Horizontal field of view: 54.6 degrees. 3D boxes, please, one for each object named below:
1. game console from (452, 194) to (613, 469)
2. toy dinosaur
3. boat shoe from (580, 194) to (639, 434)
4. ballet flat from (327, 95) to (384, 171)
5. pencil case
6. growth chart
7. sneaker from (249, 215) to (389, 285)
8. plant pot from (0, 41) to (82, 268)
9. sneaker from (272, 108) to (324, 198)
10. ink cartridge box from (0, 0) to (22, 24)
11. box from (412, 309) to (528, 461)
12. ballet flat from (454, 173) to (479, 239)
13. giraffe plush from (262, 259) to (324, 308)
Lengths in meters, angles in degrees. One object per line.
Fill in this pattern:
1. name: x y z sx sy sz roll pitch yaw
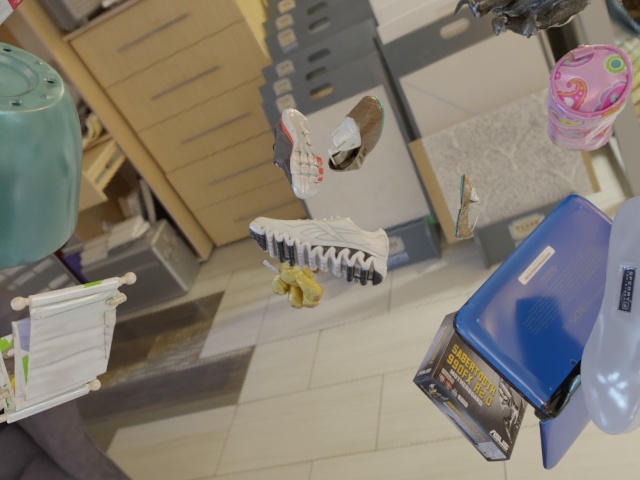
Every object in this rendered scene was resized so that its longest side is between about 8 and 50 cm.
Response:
1. game console: 0.343 0.129 0.884 0.250 0.173 0.293 44 68 13
2. toy dinosaur: 0.332 -0.357 0.939 0.160 0.121 0.313 -13 3 -28
3. boat shoe: 0.364 0.085 0.690 0.088 0.268 0.096 6 1 -19
4. ballet flat: 0.081 -0.274 1.706 0.124 0.116 0.342 -25 -9 -15
5. pencil case: 0.436 -0.226 1.025 0.124 0.124 0.284 -20 -9 18
6. growth chart: -0.338 0.144 0.790 0.171 0.237 0.021 -8 44 -43
7. sneaker: 0.000 0.000 1.263 0.291 0.110 0.118 16 65 3
8. plant pot: -0.483 -0.142 0.890 0.293 0.292 0.235 -81 17 -53
9. sneaker: -0.040 -0.122 0.935 0.065 0.061 0.158 -37 49 40
10. ink cartridge box: -0.750 -0.599 1.367 0.128 0.176 0.127 -30 52 23
11. box: 0.300 0.277 1.191 0.056 0.231 0.183 -30 16 48
12. ballet flat: 0.462 -0.104 1.934 0.067 0.206 0.073 6 4 13
13. giraffe plush: -0.053 0.077 1.844 0.181 0.210 0.170 -13 32 46
